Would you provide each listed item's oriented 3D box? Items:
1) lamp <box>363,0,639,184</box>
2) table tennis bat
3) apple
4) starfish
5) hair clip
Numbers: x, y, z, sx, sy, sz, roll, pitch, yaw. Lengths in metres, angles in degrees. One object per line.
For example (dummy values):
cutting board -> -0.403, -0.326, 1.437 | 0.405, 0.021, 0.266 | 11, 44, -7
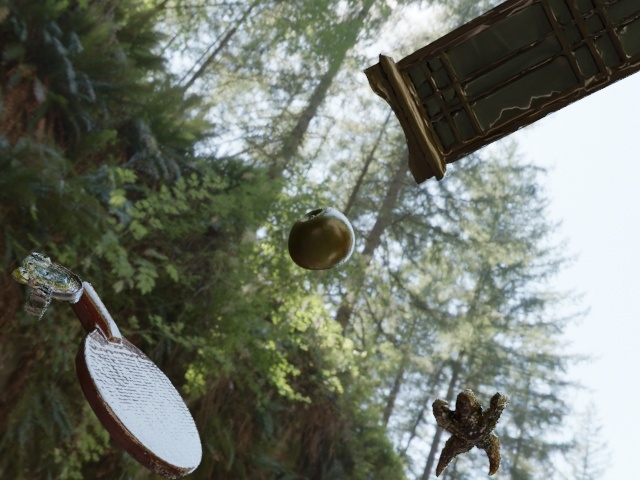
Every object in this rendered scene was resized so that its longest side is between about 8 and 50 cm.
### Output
lamp -> 0.192, -0.143, 0.377 | 0.325, 0.089, 0.090 | -26, -89, 16
table tennis bat -> -0.340, 0.237, 1.094 | 0.415, 0.051, 0.268 | 51, 3, 23
apple -> 0.000, 0.000, 0.811 | 0.089, 0.089, 0.075 | -9, -68, 40
starfish -> 0.302, 0.388, 1.253 | 0.215, 0.071, 0.238 | -33, -69, 19
hair clip -> -0.466, 0.076, 1.066 | 0.116, 0.049, 0.172 | 37, 9, -19
